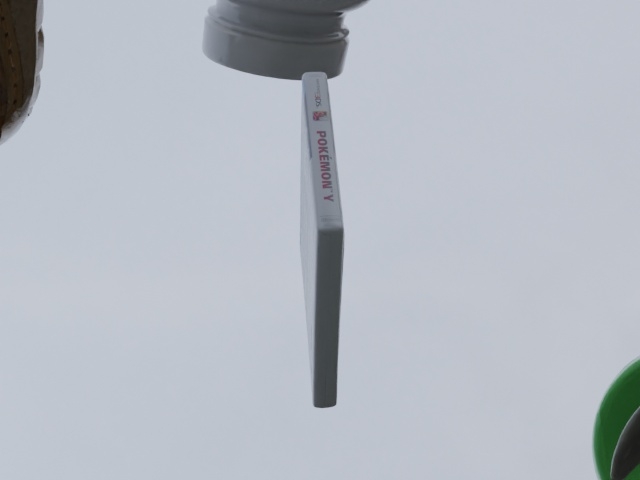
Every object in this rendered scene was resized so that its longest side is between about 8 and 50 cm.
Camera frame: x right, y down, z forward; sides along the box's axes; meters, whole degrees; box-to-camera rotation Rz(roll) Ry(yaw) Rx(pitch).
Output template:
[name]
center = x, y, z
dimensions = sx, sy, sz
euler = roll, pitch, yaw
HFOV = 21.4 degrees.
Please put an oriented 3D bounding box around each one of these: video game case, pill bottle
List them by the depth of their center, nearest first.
[video game case]
center = 0.000, 0.000, 1.348
dimensions = 0.023, 0.183, 0.201
euler = -2, -45, -3
[pill bottle]
center = -0.021, -0.330, 1.600
dimensions = 0.188, 0.188, 0.334
euler = 1, -69, -25

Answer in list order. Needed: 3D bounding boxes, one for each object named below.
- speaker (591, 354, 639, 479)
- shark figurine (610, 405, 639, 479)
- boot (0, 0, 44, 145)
[speaker]
center = 0.254, 0.136, 1.056
dimensions = 0.131, 0.131, 0.296
euler = -34, -20, 13
[shark figurine]
center = 0.253, 0.100, 0.790
dimensions = 0.166, 0.116, 0.278
euler = -51, -48, 1
[boot]
center = -0.157, -0.049, 0.337
dimensions = 0.206, 0.090, 0.248
euler = -15, -2, -22
